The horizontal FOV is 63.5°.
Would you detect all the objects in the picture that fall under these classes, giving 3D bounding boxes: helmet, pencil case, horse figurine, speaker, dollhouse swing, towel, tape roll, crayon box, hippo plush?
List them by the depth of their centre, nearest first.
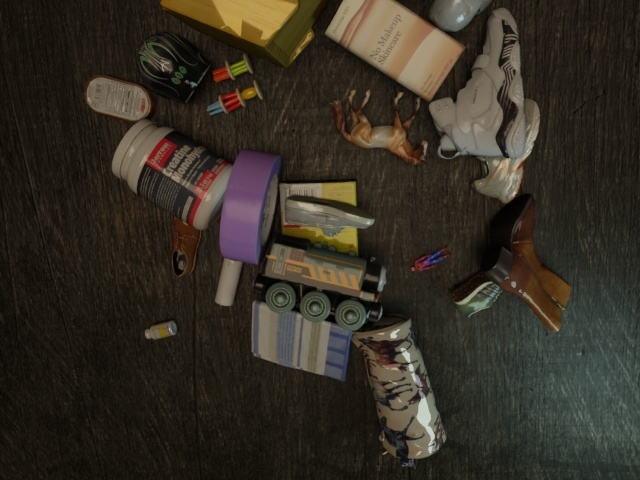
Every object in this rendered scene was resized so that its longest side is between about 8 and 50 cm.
[{"bbox_3d":[-0.119,-0.573,1.134,0.314,0.347,0.305,22,103,0],"label":"dollhouse swing"},{"bbox_3d":[0.276,-0.606,1.199,0.237,0.234,0.294,51,59,-23],"label":"hippo plush"},{"bbox_3d":[-0.166,-0.082,1.276,0.090,0.275,0.275,11,102,1],"label":"tape roll"},{"bbox_3d":[-0.374,-0.435,1.289,0.161,0.169,0.169,33,103,-20],"label":"helmet"},{"bbox_3d":[0.148,-0.291,1.315,0.263,0.066,0.175,7,96,1],"label":"horse figurine"},{"bbox_3d":[0.000,0.000,1.377,0.202,0.081,0.319,0,101,5],"label":"crayon box"},{"bbox_3d":[0.203,0.389,1.399,0.183,0.160,0.411,-18,100,-3],"label":"pencil case"},{"bbox_3d":[-0.057,0.272,1.405,0.284,0.034,0.209,13,125,13],"label":"towel"},{"bbox_3d":[-0.253,0.111,1.434,0.055,0.055,0.136,15,103,2],"label":"speaker"}]

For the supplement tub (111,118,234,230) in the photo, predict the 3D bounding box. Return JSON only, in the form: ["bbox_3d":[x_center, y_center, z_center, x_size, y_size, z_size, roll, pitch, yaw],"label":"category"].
[{"bbox_3d":[-0.363,-0.167,1.318,0.272,0.191,0.191,31,102,-2],"label":"supplement tub"}]

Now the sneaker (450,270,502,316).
[{"bbox_3d":[0.443,0.134,1.382,0.192,0.064,0.086,-32,120,0],"label":"sneaker"}]

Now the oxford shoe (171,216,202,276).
[{"bbox_3d":[-0.371,-0.002,1.412,0.075,0.076,0.213,4,100,6],"label":"oxford shoe"}]

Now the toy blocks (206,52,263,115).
[{"bbox_3d":[-0.236,-0.395,1.331,0.148,0.054,0.123,-20,100,9],"label":"toy blocks"}]

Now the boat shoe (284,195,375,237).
[{"bbox_3d":[0.020,-0.053,1.290,0.227,0.079,0.081,12,111,8],"label":"boat shoe"}]

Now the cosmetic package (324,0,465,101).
[{"bbox_3d":[0.177,-0.476,1.235,0.296,0.129,0.153,31,110,-1],"label":"cosmetic package"}]

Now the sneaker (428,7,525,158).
[{"bbox_3d":[0.368,-0.365,1.231,0.210,0.137,0.366,-4,81,21],"label":"sneaker"}]

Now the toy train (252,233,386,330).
[{"bbox_3d":[0.001,0.102,1.292,0.333,0.142,0.191,13,93,3],"label":"toy train"}]

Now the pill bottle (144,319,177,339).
[{"bbox_3d":[-0.459,0.259,1.487,0.083,0.043,0.044,-14,100,8],"label":"pill bottle"}]

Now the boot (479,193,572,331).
[{"bbox_3d":[0.559,0.052,1.321,0.280,0.096,0.264,35,61,-17],"label":"boot"}]

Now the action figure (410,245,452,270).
[{"bbox_3d":[0.294,0.054,1.391,0.115,0.030,0.038,-27,103,12],"label":"action figure"}]

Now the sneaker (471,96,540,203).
[{"bbox_3d":[0.456,-0.229,1.287,0.120,0.099,0.263,16,101,6],"label":"sneaker"}]

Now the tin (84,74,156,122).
[{"bbox_3d":[-0.532,-0.373,1.371,0.189,0.040,0.106,15,106,2],"label":"tin"}]
